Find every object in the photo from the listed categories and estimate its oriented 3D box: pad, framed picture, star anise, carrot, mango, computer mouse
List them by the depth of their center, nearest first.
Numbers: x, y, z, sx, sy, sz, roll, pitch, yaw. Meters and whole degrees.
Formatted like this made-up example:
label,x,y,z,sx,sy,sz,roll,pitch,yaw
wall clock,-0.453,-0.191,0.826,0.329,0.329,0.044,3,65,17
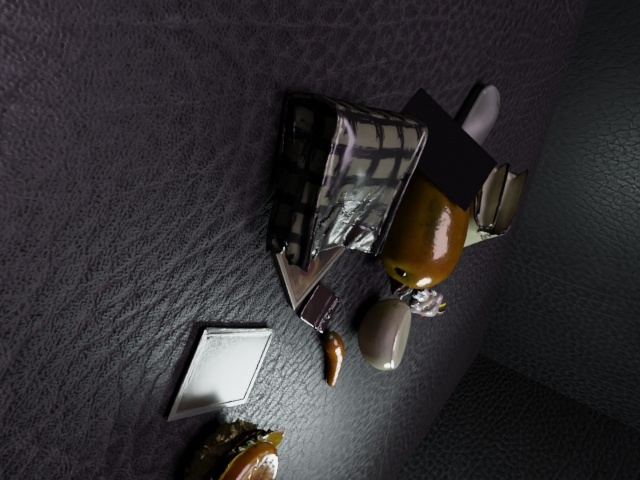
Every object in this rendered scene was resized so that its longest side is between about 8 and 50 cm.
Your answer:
label,x,y,z,sx,sy,sz,roll,pitch,yaw
framed picture,-0.202,0.272,1.050,0.252,0.014,0.197,18,96,-61
framed picture,0.000,0.000,1.177,0.289,0.020,0.211,-48,147,-29
pad,0.324,-0.242,1.312,0.202,0.300,0.005,-52,-171,-23
mango,0.316,-0.081,1.429,0.300,0.232,0.445,24,83,-59
carrot,0.042,0.349,1.471,0.271,0.062,0.066,84,8,-48
computer mouse,0.524,-0.379,1.686,0.330,0.095,0.197,-59,146,-12
star anise,0.308,0.108,1.709,0.212,0.073,0.197,-57,147,-9

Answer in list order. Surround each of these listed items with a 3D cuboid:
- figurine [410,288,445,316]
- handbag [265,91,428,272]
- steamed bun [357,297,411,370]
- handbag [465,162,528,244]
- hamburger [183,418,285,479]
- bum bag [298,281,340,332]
label,x,y,z,sx,sy,sz,roll,pitch,yaw
figurine,0.407,0.234,1.938,0.137,0.112,0.229,-37,143,5
handbag,0.049,-0.118,1.017,0.325,0.163,0.326,-8,121,-49
steamed bun,0.197,0.295,1.591,0.232,0.145,0.231,11,90,-69
handbag,0.499,-0.104,1.616,0.358,0.160,0.236,125,-19,-79
hamburger,-0.200,0.519,1.109,0.243,0.139,0.261,-6,116,-55
bum bag,0.000,0.178,1.301,0.109,0.026,0.159,-59,150,-10
